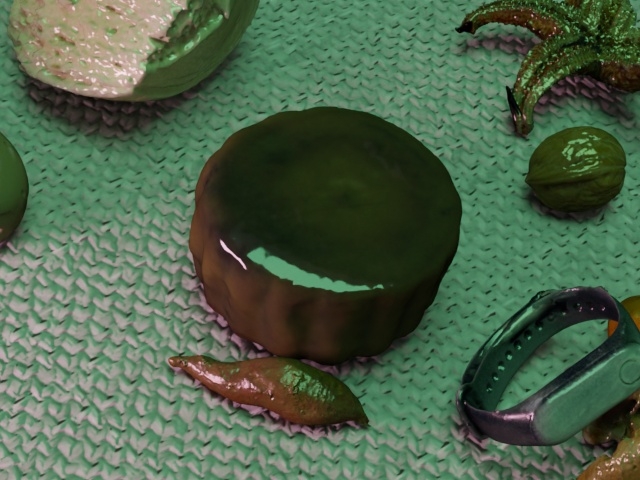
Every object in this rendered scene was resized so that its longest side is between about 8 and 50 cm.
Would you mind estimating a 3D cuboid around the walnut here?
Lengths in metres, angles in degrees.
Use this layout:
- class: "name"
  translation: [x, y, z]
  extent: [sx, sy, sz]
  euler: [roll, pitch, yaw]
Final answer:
- class: "walnut"
  translation: [0.304, -0.084, 2.030]
  extent: [0.124, 0.105, 0.105]
  euler: [-8, 49, -2]

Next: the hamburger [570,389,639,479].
- class: "hamburger"
  translation: [0.417, 0.199, 1.736]
  extent: [0.288, 0.192, 0.167]
  euler: [13, 37, 2]

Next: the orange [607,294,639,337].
- class: "orange"
  translation: [0.357, 0.099, 1.878]
  extent: [0.084, 0.083, 0.083]
  euler: [5, 47, -5]

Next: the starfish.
- class: "starfish"
  translation: [0.347, -0.232, 2.167]
  extent: [0.303, 0.113, 0.312]
  euler: [-28, 48, -33]

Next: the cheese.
- class: "cheese"
  translation: [-0.420, -0.069, 1.900]
  extent: [0.175, 0.091, 0.202]
  euler: [-15, 50, -21]

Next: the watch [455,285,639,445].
- class: "watch"
  translation: [0.238, 0.134, 1.779]
  extent: [0.206, 0.068, 0.193]
  euler: [-37, 24, -8]

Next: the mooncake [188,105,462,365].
- class: "mooncake"
  translation: [0.000, 0.000, 1.857]
  extent: [0.290, 0.161, 0.290]
  euler: [5, 49, -6]

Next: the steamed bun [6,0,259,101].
- class: "steamed bun"
  translation: [-0.244, -0.292, 2.056]
  extent: [0.290, 0.273, 0.272]
  euler: [39, 96, 27]

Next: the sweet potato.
- class: "sweet potato"
  translation: [-0.053, 0.148, 1.777]
  extent: [0.226, 0.068, 0.068]
  euler: [16, 47, 6]
